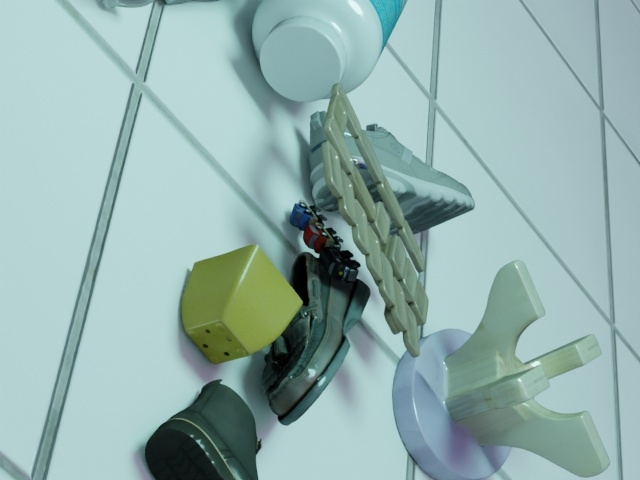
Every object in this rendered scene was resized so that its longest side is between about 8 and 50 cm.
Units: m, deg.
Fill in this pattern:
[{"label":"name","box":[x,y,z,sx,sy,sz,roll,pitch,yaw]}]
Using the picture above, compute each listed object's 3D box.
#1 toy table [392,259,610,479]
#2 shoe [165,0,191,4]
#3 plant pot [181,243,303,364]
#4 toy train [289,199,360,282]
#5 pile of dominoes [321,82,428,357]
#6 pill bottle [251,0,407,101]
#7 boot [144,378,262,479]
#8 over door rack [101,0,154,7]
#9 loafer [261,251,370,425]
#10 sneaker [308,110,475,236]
[{"label":"toy table","box":[0.208,0.164,1.962,0.252,0.161,0.274,62,28,-8]},{"label":"shoe","box":[-0.118,-0.300,1.846,0.178,0.063,0.081,-21,92,-59]},{"label":"plant pot","box":[-0.080,0.067,1.605,0.081,0.081,0.083,52,40,-26]},{"label":"toy train","box":[0.000,0.000,1.793,0.036,0.027,0.158,8,23,-24]},{"label":"pile of dominoes","box":[0.045,-0.016,1.806,0.251,0.040,0.196,63,18,-22]},{"label":"pill bottle","box":[0.010,-0.253,1.950,0.146,0.146,0.264,56,28,-19]},{"label":"boot","box":[-0.063,0.221,1.521,0.198,0.076,0.137,63,22,-9]},{"label":"over door rack","box":[-0.230,-0.388,1.591,0.324,0.108,0.240,78,-1,-68]},{"label":"loafer","box":[-0.021,0.092,1.701,0.084,0.096,0.267,42,23,-6]},{"label":"sneaker","box":[0.086,-0.083,1.998,0.281,0.105,0.115,19,52,-55]}]
